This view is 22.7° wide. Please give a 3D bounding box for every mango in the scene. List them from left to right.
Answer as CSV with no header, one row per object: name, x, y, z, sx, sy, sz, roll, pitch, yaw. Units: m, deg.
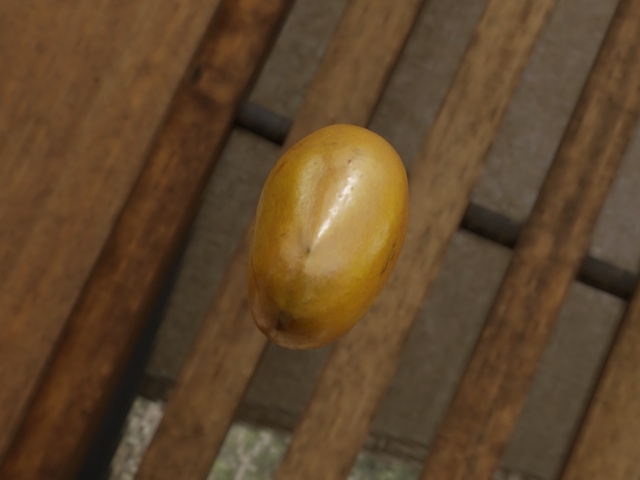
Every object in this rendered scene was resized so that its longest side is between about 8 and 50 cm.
mango,0.000,0.000,0.469,0.046,0.060,0.089,20,28,5
